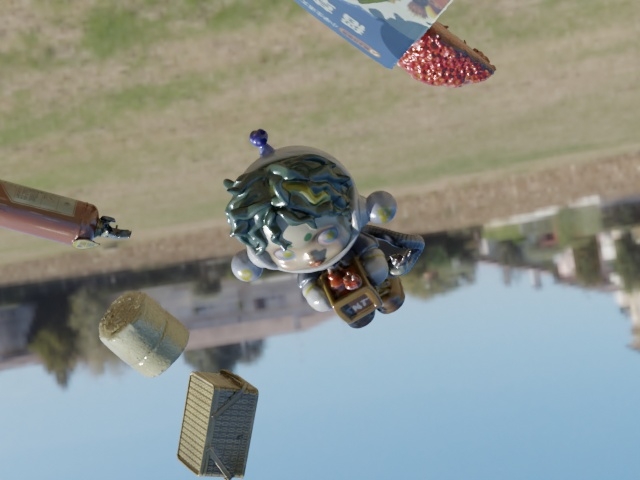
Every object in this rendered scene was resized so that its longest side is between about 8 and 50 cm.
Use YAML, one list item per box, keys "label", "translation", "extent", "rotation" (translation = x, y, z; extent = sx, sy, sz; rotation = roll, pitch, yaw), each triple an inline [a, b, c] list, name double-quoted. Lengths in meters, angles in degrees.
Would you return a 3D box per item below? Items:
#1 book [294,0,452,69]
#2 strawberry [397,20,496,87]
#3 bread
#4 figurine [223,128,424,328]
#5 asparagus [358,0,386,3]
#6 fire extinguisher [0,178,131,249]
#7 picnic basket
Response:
- label: "book"
  translation: [0.034, -0.389, 1.670]
  extent: [0.300, 0.039, 0.428]
  rotation: [36, 169, -4]
- label: "strawberry"
  translation: [0.192, -0.344, 2.150]
  extent: [0.107, 0.236, 0.175]
  rotation: [-48, 179, 20]
- label: "bread"
  translation: [-0.369, 0.194, 2.472]
  extent: [0.148, 0.141, 0.134]
  rotation: [-15, -141, 48]
- label: "figurine"
  translation: [-0.003, 0.003, 1.775]
  extent: [0.261, 0.186, 0.382]
  rotation: [-35, 132, 4]
- label: "asparagus"
  translation: [0.052, -0.385, 1.205]
  extent: [0.108, 0.128, 0.382]
  rotation: [-36, 161, -12]
- label: "fire extinguisher"
  translation: [-0.274, -0.026, 1.177]
  extent: [0.177, 0.050, 0.062]
  rotation: [14, 169, -9]
- label: "picnic basket"
  translation: [-0.165, 0.292, 1.894]
  extent: [0.079, 0.164, 0.115]
  rotation: [8, -176, -26]
